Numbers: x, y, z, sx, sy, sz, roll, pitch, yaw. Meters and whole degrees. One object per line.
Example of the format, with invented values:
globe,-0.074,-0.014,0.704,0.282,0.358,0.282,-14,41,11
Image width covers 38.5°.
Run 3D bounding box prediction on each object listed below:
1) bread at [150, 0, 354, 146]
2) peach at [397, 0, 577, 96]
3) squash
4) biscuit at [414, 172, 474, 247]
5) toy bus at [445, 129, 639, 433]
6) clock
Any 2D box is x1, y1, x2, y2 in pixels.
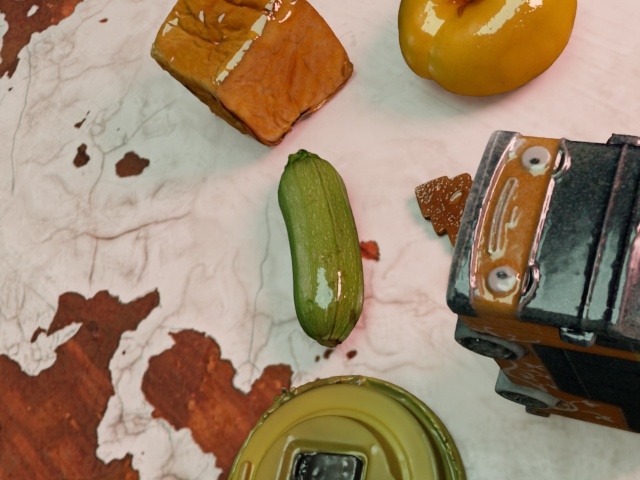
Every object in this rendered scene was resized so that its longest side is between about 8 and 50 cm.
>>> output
bread,-0.076,-0.198,0.990,0.149,0.158,0.143,37,84,31
peach,0.161,-0.223,0.912,0.179,0.103,0.179,-13,57,20
squash,0.000,0.000,0.900,0.077,0.068,0.219,-45,45,41
biscuit,0.130,-0.032,0.883,0.092,0.016,0.082,20,81,34
toy bus,0.199,0.044,0.650,0.167,0.275,0.138,9,70,29
clock,0.009,0.223,0.792,0.237,0.057,0.237,-13,60,22
